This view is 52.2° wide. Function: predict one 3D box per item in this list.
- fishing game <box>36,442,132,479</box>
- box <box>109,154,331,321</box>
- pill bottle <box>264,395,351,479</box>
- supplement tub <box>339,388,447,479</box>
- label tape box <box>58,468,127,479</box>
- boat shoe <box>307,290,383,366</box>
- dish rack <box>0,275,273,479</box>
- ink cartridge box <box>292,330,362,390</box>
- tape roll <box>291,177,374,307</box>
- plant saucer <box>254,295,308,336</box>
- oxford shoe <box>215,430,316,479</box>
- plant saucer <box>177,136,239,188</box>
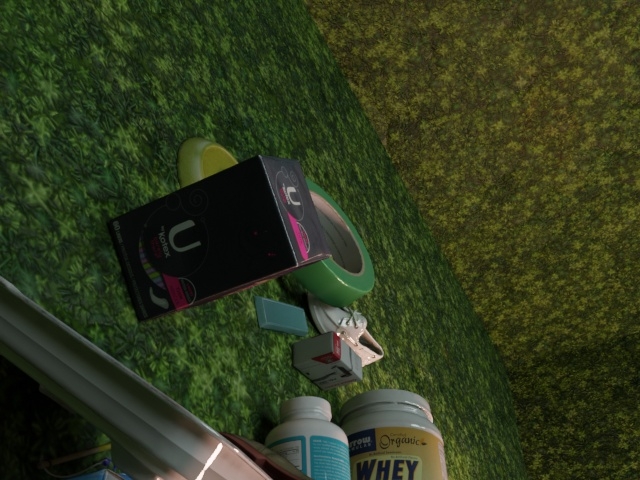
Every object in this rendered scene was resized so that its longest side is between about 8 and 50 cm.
[{"bbox_3d":[-0.208,0.349,0.742,0.264,0.041,0.189,60,18,22],"label":"fishing game"},{"bbox_3d":[-0.148,-0.002,0.971,0.143,0.271,0.165,-10,80,-69],"label":"box"},{"bbox_3d":[-0.021,0.399,1.083,0.146,0.146,0.264,48,30,-44],"label":"pill bottle"},{"bbox_3d":[0.138,0.479,1.286,0.228,0.228,0.316,51,27,-40],"label":"supplement tub"},{"bbox_3d":[-0.248,0.351,0.439,0.106,0.241,0.333,55,26,-38],"label":"label tape box"},{"bbox_3d":[0.065,0.200,1.552,0.277,0.096,0.098,52,29,-37],"label":"boat shoe"},{"bbox_3d":[-0.206,0.162,0.644,0.072,0.333,0.285,-54,158,-21],"label":"dish rack"},{"bbox_3d":[0.017,0.256,1.376,0.135,0.099,0.056,48,29,-42],"label":"ink cartridge box"},{"bbox_3d":[0.000,0.000,1.512,0.321,0.077,0.321,44,24,-25],"label":"tape roll"},{"bbox_3d":[-0.077,0.158,1.355,0.192,0.018,0.067,26,47,-60],"label":"plant saucer"},{"bbox_3d":[-0.025,0.378,0.915,0.348,0.123,0.130,34,1,24],"label":"oxford shoe"},{"bbox_3d":[-0.192,-0.098,1.285,0.241,0.037,0.240,51,28,-41],"label":"plant saucer"}]
